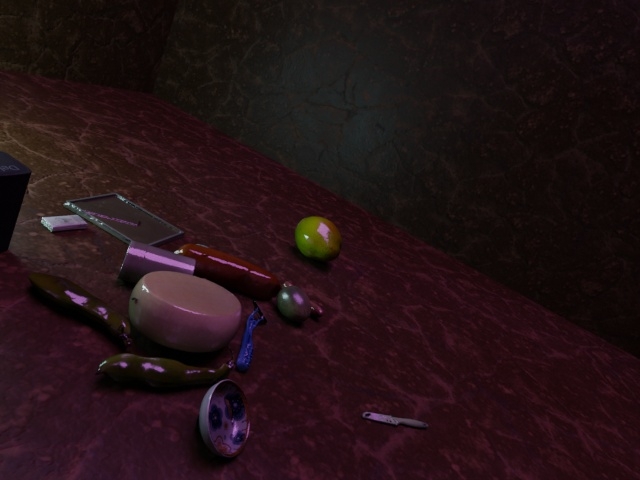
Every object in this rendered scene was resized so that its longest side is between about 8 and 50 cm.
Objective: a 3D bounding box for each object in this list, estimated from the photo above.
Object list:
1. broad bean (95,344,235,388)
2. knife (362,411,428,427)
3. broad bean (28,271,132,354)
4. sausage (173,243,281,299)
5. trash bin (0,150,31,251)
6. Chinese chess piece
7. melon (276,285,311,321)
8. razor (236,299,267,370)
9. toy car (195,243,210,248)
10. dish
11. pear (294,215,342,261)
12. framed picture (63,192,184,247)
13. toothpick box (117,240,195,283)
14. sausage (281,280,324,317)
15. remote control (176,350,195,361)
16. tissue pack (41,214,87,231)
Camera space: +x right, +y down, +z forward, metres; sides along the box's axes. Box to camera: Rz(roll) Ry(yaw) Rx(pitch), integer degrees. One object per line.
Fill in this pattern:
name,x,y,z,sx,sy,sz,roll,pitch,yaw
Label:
broad bean,-0.317,0.277,0.939,0.317,0.056,0.098,11,22,-46
knife,0.198,0.471,1.133,0.207,0.014,0.030,17,21,-18
broad bean,-0.527,0.150,0.981,0.325,0.067,0.075,27,28,10
sausage,-0.288,0.097,1.364,0.348,0.097,0.094,20,28,-17
trash bin,-0.793,-0.078,0.999,0.115,0.226,0.165,30,20,13
Chinese chess piece,-0.326,0.169,1.064,0.273,0.102,0.273,22,8,-3
melon,-0.082,0.198,1.359,0.130,0.098,0.098,40,24,32
razor,-0.188,0.259,1.165,0.253,0.042,0.082,-90,155,-67
toy car,-0.397,0.053,1.437,0.059,0.035,0.122,20,30,-16
dish,-0.208,0.352,0.854,0.141,0.077,0.141,53,28,-44
pear,0.000,0.000,1.839,0.219,0.188,0.187,30,19,30
framed picture,-0.648,-0.069,1.462,0.314,0.024,0.232,30,20,9
toothpick box,-0.450,0.077,1.201,0.180,0.111,0.111,19,21,-22
sausage,-0.059,0.200,1.460,0.186,0.043,0.043,36,22,29
remote control,-0.316,0.259,1.042,0.039,0.014,0.096,25,18,-8
tissue pack,-0.754,-0.052,1.282,0.056,0.023,0.108,33,21,19
